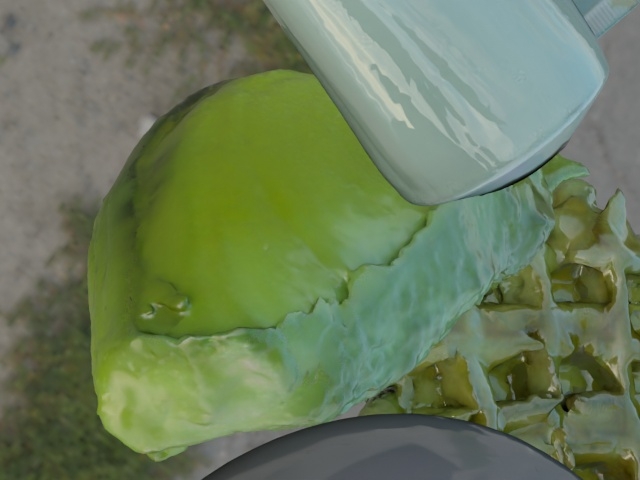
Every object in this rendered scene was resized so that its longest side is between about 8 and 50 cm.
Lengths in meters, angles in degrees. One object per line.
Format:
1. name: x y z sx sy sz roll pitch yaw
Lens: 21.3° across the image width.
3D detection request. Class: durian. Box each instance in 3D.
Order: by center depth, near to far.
1. durian: 0.000 0.000 0.631 0.250 0.139 0.101 -35 150 -55

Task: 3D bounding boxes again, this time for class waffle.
1. waffle: 0.147 0.139 0.840 0.317 0.073 0.297 51 53 -19

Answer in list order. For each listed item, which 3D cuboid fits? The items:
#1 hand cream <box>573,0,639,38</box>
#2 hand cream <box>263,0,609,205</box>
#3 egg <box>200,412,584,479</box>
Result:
1. hand cream: 0.013 -0.114 0.517 0.076 0.174 0.047 -41 180 -2
2. hand cream: -0.033 -0.146 0.441 0.320 0.067 0.109 54 49 -12
3. egg: 0.009 0.123 0.445 0.199 0.146 0.146 -23 134 -43
